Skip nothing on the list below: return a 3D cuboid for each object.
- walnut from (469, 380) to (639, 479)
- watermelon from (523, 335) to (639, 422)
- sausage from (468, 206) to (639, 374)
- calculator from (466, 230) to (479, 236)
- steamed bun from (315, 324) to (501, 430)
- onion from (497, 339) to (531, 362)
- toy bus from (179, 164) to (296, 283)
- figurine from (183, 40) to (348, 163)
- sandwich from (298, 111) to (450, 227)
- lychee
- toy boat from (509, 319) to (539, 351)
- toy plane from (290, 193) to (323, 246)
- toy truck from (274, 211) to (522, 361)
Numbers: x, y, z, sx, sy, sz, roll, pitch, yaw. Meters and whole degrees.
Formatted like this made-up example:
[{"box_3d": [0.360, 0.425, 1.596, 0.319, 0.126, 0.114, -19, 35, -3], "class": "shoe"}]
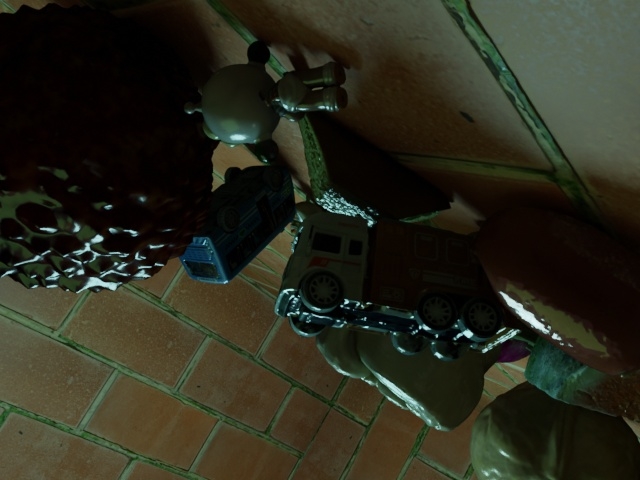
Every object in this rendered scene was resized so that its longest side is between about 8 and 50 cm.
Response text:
[{"box_3d": [0.514, 0.466, 1.428, 0.381, 0.381, 0.381, 29, 168, 7], "class": "walnut"}, {"box_3d": [0.524, 0.251, 1.144, 0.257, 0.139, 0.193, 25, 177, -9], "class": "watermelon"}, {"box_3d": [0.295, 0.055, 0.755, 0.254, 0.148, 0.148, 36, 169, 10], "class": "sausage"}, {"box_3d": [0.323, 0.038, 0.908, 0.237, 0.033, 0.157, 14, 159, 45], "class": "calculator"}, {"box_3d": [0.173, 0.147, 1.184, 0.343, 0.255, 0.367, 25, -168, -2], "class": "steamed bun"}, {"box_3d": [0.333, 0.212, 1.419, 0.247, 0.111, 0.250, 38, 165, -25], "class": "onion"}, {"box_3d": [-0.147, -0.037, 1.157, 0.114, 0.246, 0.134, 3, 125, 34], "class": "toy bus"}, {"box_3d": [-0.061, -0.167, 0.773, 0.197, 0.147, 0.093, -4, -179, 16], "class": "figurine"}, {"box_3d": [0.063, -0.080, 0.913, 0.258, 0.096, 0.094, 30, 163, -12], "class": "sandwich"}, {"box_3d": [-0.333, -0.131, 0.950, 0.501, 0.424, 0.424, -9, 177, -15], "class": "lychee"}, {"box_3d": [0.467, 0.231, 1.289, 0.293, 0.055, 0.093, 35, 167, -17], "class": "toy boat"}, {"box_3d": [0.000, 0.000, 1.353, 0.092, 0.108, 0.286, 23, 169, 29], "class": "toy plane"}, {"box_3d": [0.101, 0.054, 0.868, 0.306, 0.162, 0.136, 11, 155, -6], "class": "toy truck"}]
